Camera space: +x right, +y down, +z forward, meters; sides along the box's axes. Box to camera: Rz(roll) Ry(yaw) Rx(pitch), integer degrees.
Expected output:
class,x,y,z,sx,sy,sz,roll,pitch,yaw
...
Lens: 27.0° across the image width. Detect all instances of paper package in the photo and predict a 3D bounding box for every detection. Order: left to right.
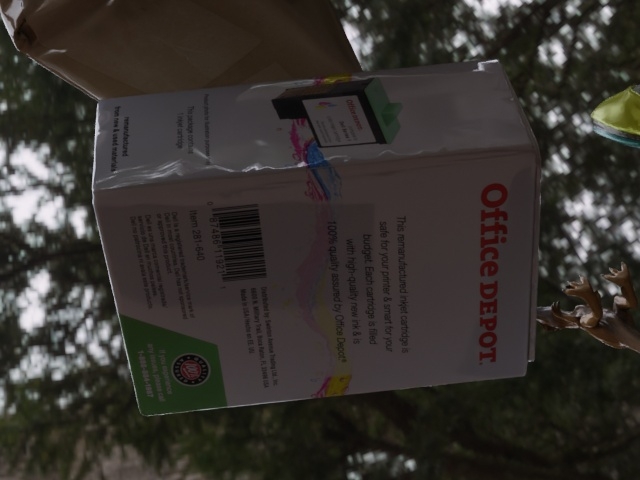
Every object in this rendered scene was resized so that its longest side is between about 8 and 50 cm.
class,x,y,z,sx,sy,sz,roll,pitch,yaw
paper package,-0.136,-0.252,1.102,0.168,0.309,0.325,-30,-25,15

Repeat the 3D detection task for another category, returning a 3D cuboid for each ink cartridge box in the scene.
class,x,y,z,sx,sy,sz,roll,pitch,yaw
ink cartridge box,0.000,0.000,0.911,0.278,0.117,0.201,-6,-50,-1

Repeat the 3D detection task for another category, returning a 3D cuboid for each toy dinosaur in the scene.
class,x,y,z,sx,sy,sz,roll,pitch,yaw
toy dinosaur,0.292,0.086,1.306,0.064,0.211,0.112,-33,-57,-18

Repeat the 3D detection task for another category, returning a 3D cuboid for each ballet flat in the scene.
class,x,y,z,sx,sy,sz,roll,pitch,yaw
ballet flat,0.266,-0.081,0.922,0.077,0.231,0.077,10,-74,-19
